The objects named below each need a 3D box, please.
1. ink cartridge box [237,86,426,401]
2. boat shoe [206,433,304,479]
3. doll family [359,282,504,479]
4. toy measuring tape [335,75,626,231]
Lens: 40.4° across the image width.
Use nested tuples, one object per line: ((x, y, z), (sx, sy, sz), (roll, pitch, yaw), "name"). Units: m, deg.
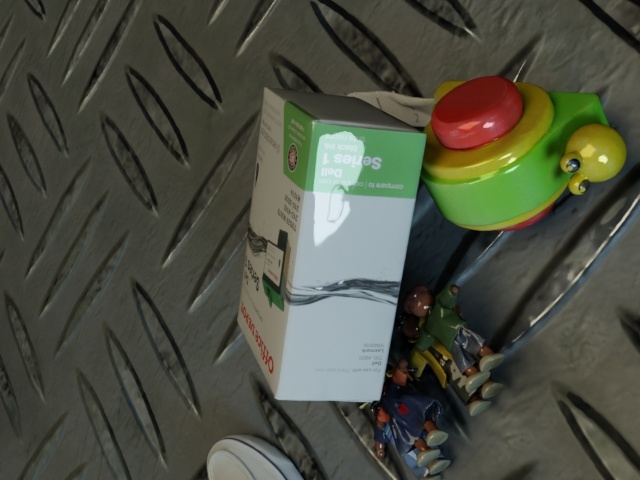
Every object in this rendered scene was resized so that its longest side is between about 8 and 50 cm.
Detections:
((0.000, 0.000, 0.704), (0.160, 0.092, 0.220), (-133, 48, -66), "ink cartridge box")
((-0.048, 0.275, 0.803), (0.258, 0.084, 0.095), (41, 111, 42), "boat shoe")
((0.080, 0.116, 0.718), (0.111, 0.076, 0.193), (46, 117, 35), "doll family")
((0.092, -0.073, 0.712), (0.330, 0.121, 0.121), (13, 91, 49), "toy measuring tape")
